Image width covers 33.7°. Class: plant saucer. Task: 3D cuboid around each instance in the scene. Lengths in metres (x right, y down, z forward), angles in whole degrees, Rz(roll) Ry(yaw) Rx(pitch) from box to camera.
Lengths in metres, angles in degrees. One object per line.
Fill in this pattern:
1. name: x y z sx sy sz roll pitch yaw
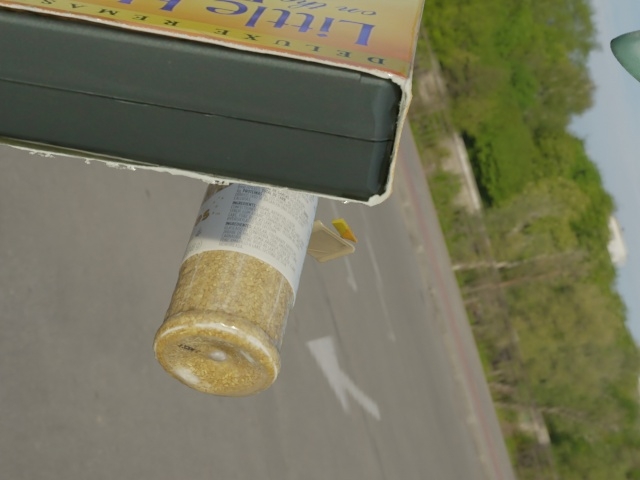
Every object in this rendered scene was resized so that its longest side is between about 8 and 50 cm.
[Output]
1. plant saucer: 0.290 -0.137 0.847 0.119 0.119 0.021 -95 -151 -52

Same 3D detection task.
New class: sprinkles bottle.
1. sprinkles bottle: -0.065 -0.019 1.063 0.121 0.121 0.355 64 28 -43

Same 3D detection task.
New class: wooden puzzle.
1. wooden puzzle: 0.000 0.000 1.375 0.078 0.116 0.014 44 46 -38

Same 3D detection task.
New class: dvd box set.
1. dvd box set: -0.089 -0.159 0.587 0.420 0.308 0.062 -75 174 -61
